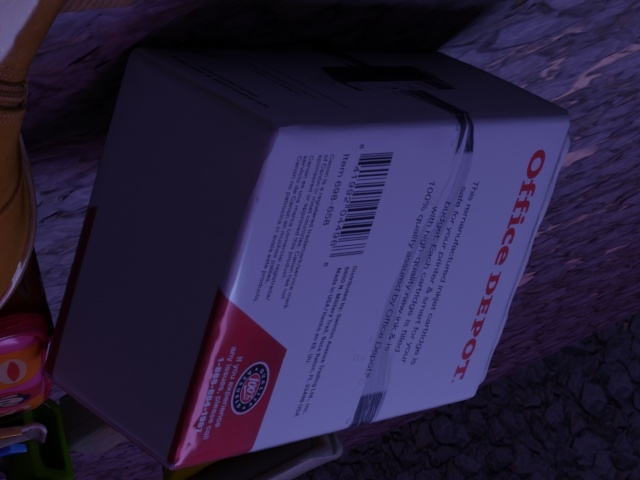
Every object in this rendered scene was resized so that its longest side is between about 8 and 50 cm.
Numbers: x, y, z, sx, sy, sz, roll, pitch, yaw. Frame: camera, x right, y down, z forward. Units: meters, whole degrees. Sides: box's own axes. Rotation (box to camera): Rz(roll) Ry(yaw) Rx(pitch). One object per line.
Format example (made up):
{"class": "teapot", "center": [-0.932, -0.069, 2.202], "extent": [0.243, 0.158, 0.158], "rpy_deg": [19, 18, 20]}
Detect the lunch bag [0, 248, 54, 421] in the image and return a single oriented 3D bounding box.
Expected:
{"class": "lunch bag", "center": [-0.290, 0.063, 1.109], "extent": [0.258, 0.120, 0.293], "rpy_deg": [-13, 168, -11]}

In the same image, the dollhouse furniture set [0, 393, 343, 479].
{"class": "dollhouse furniture set", "center": [-0.154, 0.135, 1.520], "extent": [0.301, 0.197, 0.151], "rpy_deg": [-30, 146, 21]}

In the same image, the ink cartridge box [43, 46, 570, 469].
{"class": "ink cartridge box", "center": [0.000, 0.000, 1.075], "extent": [0.273, 0.114, 0.197], "rpy_deg": [-5, 120, -49]}

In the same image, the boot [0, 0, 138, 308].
{"class": "boot", "center": [-0.187, -0.039, 0.718], "extent": [0.295, 0.104, 0.211], "rpy_deg": [-55, 160, 26]}

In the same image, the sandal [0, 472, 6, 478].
{"class": "sandal", "center": [-0.371, 0.205, 1.759], "extent": [0.254, 0.054, 0.097], "rpy_deg": [-17, 165, 34]}

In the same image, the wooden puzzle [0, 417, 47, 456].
{"class": "wooden puzzle", "center": [-0.209, 0.125, 1.194], "extent": [0.078, 0.014, 0.116], "rpy_deg": [-10, 169, -19]}
